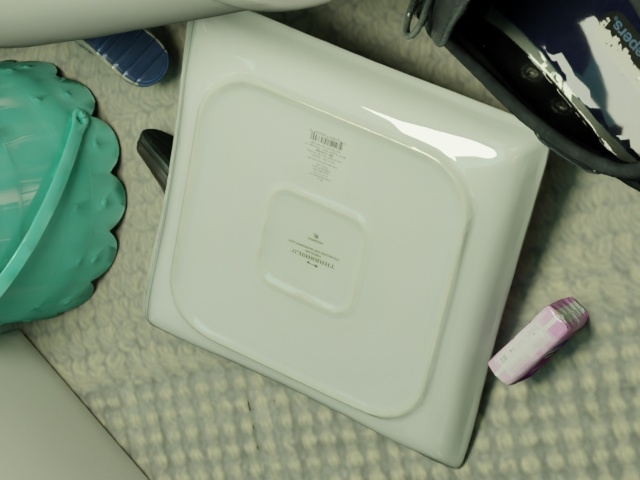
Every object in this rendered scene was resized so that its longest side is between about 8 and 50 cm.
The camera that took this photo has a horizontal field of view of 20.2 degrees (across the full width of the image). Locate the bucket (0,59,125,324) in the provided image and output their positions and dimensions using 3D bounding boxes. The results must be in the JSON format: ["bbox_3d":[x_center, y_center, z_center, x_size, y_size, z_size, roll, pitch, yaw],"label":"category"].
[{"bbox_3d":[-0.347,-0.038,1.755,0.281,0.183,0.281,6,101,33],"label":"bucket"}]

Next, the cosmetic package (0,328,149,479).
[{"bbox_3d":[-0.277,0.274,1.751,0.365,0.197,0.155,46,119,20],"label":"cosmetic package"}]

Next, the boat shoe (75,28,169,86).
[{"bbox_3d":[-0.221,-0.211,1.687,0.066,0.066,0.183,-44,99,-6],"label":"boat shoe"}]

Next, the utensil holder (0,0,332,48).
[{"bbox_3d":[-0.162,-0.324,1.427,0.385,0.327,0.328,-2,96,47],"label":"utensil holder"}]

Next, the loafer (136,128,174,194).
[{"bbox_3d":[-0.120,-0.033,1.688,0.170,0.062,0.061,49,122,17],"label":"loafer"}]

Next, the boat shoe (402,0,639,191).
[{"bbox_3d":[0.148,-0.228,1.436,0.500,0.156,0.187,50,121,18],"label":"boat shoe"}]

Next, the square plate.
[{"bbox_3d":[0.000,0.000,1.565,0.347,0.049,0.344,24,122,20],"label":"square plate"}]

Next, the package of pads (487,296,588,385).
[{"bbox_3d":[0.184,0.085,1.518,0.083,0.050,0.032,-47,72,28],"label":"package of pads"}]
